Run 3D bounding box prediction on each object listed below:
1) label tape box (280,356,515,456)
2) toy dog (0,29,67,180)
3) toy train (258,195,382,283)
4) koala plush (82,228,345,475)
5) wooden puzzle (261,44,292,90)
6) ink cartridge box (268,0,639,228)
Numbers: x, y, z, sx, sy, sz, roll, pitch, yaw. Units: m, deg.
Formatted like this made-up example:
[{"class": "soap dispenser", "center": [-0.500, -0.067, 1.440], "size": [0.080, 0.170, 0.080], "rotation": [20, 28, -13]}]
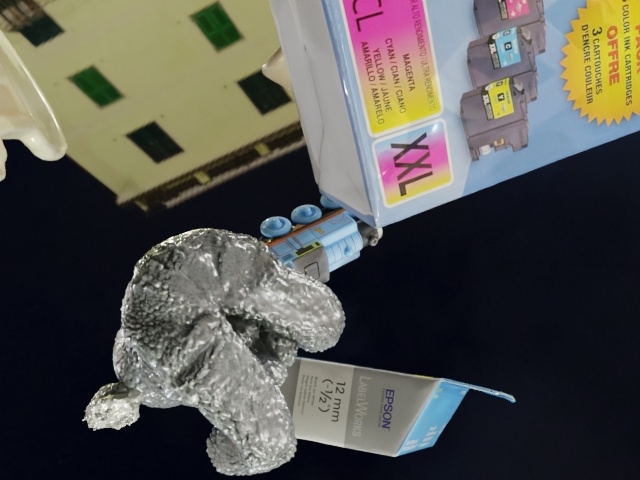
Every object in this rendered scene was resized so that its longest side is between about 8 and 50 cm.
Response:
[{"class": "label tape box", "center": [0.083, 0.238, 1.012], "size": [0.347, 0.249, 0.115], "rotation": [7, -100, 21]}, {"class": "toy dog", "center": [-0.520, -0.117, 0.653], "size": [0.407, 0.395, 0.284], "rotation": [-27, -158, 0]}, {"class": "toy train", "center": [0.000, 0.000, 0.965], "size": [0.184, 0.080, 0.105], "rotation": [-25, -137, -22]}, {"class": "koala plush", "center": [-0.131, 0.101, 0.692], "size": [0.221, 0.203, 0.196], "rotation": [-24, -149, 47]}, {"class": "wooden puzzle", "center": [0.129, -0.281, 0.827], "size": [0.080, 0.322, 0.348], "rotation": [41, -75, 32]}, {"class": "ink cartridge box", "center": [0.165, -0.209, 0.558], "size": [0.395, 0.270, 0.151], "rotation": [-22, -155, -14]}]
